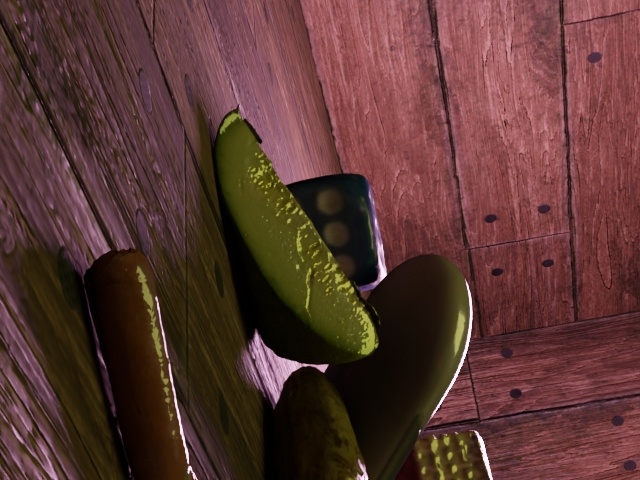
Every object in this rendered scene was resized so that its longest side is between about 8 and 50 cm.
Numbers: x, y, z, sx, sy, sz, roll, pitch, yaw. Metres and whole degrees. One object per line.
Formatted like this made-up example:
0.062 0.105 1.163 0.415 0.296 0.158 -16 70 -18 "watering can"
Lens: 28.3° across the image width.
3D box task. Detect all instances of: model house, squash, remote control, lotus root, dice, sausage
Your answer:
0.144 0.377 1.752 0.160 0.254 0.196 66 12 -66 "model house"
-0.040 0.000 1.318 0.169 0.093 0.252 18 -50 43 "squash"
0.068 0.166 1.454 0.332 0.103 0.221 -59 -161 14 "remote control"
-0.001 0.233 1.325 0.258 0.097 0.110 -96 -155 -47 "lotus root"
0.000 0.000 1.553 0.146 0.146 0.143 32 46 -83 "dice"
-0.105 0.090 0.766 0.047 0.040 0.176 -107 -174 -76 "sausage"
